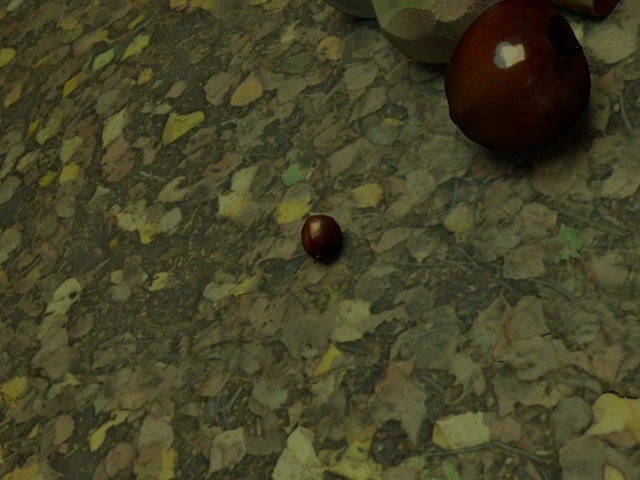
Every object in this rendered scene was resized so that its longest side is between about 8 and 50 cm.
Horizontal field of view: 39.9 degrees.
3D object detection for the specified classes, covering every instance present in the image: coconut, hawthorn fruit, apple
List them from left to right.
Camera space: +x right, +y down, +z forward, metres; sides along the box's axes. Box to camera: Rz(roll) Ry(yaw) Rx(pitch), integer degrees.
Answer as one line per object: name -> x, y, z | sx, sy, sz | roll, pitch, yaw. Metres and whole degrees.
hawthorn fruit -> 0.002, -0.006, 1.475 | 0.077, 0.077, 0.077 | -18, 51, 23
coconut -> 0.196, -0.430, 1.520 | 0.227, 0.230, 0.227 | -18, 59, 33
apple -> 0.300, -0.245, 1.349 | 0.233, 0.234, 0.234 | -18, 51, 23

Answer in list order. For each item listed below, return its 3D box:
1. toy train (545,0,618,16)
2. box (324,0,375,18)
toy train -> 0.415, -0.480, 1.520 | 0.285, 0.116, 0.177 | 32, 92, 42
box -> 0.118, -0.558, 1.704 | 0.291, 0.262, 0.207 | 8, 76, 27
